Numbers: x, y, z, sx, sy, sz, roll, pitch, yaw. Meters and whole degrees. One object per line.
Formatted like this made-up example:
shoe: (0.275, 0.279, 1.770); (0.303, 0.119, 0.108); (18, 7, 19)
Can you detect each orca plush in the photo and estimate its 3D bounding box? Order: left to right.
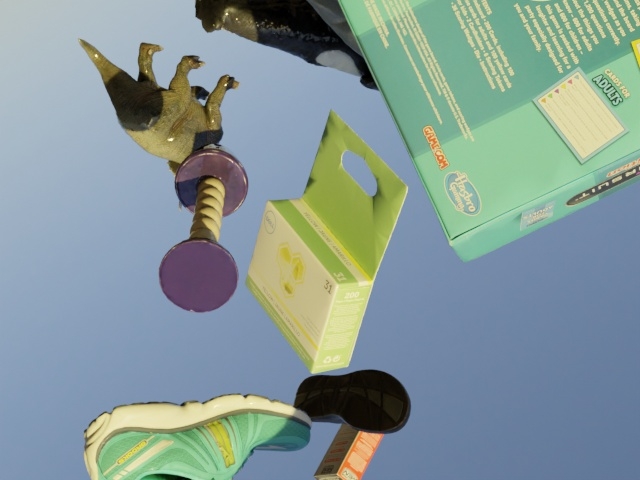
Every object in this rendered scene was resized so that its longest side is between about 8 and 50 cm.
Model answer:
orca plush: (0.013, -0.244, 1.227); (0.102, 0.287, 0.151); (-63, -157, 26)

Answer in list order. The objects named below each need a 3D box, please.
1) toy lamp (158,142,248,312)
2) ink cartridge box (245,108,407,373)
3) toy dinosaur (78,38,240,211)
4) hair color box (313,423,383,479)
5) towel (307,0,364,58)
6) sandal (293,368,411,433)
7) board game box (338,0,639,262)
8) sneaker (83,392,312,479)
toy lamp: (-0.110, -0.027, 1.154); (0.080, 0.080, 0.275); (-29, -158, 9)
ink cartridge box: (0.000, 0.000, 1.286); (0.056, 0.235, 0.171); (-6, -143, -31)
toy dinosaur: (-0.205, -0.171, 1.624); (0.121, 0.313, 0.160); (0, -115, 35)
hair color box: (0.052, 0.327, 1.884); (0.072, 0.043, 0.141); (-21, -149, 55)
towel: (0.088, -0.333, 1.056); (0.324, 0.312, 0.056); (-44, -162, 19)
sandal: (0.049, 0.230, 1.642); (0.219, 0.060, 0.090); (-10, -125, 47)
board game box: (0.203, -0.170, 0.894); (0.336, 0.254, 0.079); (-25, 163, 9)
sneaker: (-0.132, 0.241, 1.331); (0.275, 0.110, 0.107); (-3, 153, -31)
